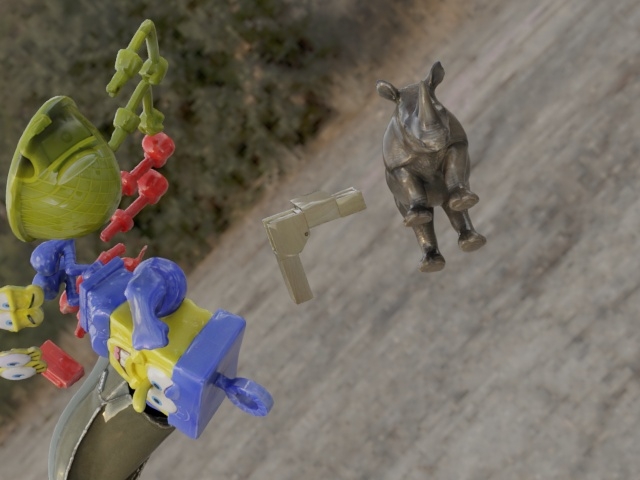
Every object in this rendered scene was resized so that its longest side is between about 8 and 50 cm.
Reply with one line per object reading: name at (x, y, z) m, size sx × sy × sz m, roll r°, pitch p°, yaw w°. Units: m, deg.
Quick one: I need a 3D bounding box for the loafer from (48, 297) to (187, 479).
loafer at (-0.189, 0.168, 1.355) m, size 0.087 × 0.094 × 0.251 m, roll 33°, pitch 103°, yaw 54°

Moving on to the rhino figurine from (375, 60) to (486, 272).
rhino figurine at (0.087, -0.067, 1.124) m, size 0.073 × 0.106 × 0.243 m, roll -14°, pitch -24°, yaw 3°

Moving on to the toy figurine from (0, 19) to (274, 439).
toy figurine at (-0.108, 0.040, 1.056) m, size 0.191 × 0.217 × 0.362 m, roll -46°, pitch -15°, yaw -31°

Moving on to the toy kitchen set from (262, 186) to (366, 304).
toy kitchen set at (0.000, 0.000, 1.184) m, size 0.083 × 0.075 × 0.068 m, roll -21°, pitch 11°, yaw -7°
